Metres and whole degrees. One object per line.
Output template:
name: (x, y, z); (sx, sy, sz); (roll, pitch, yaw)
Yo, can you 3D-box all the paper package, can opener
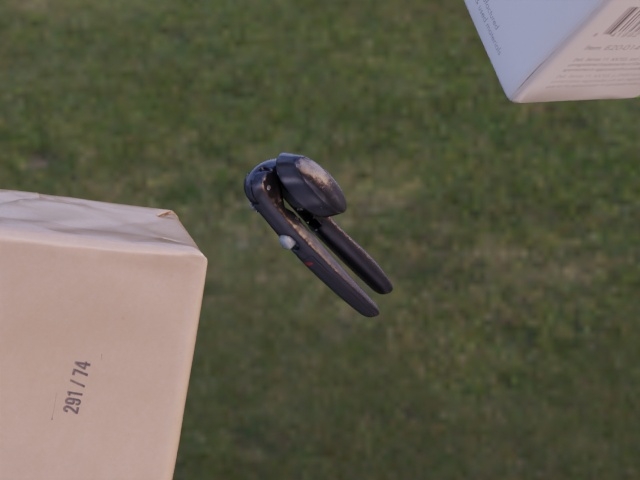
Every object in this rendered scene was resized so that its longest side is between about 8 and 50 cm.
paper package: (-0.301, 0.125, 2.039); (0.309, 0.325, 0.168); (6, 16, -17)
can opener: (0.000, 0.000, 1.546); (0.059, 0.186, 0.073); (-49, 37, -19)

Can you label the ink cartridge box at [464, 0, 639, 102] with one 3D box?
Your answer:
ink cartridge box: (0.248, -0.216, 1.003); (0.207, 0.353, 0.119); (-5, 64, -33)
